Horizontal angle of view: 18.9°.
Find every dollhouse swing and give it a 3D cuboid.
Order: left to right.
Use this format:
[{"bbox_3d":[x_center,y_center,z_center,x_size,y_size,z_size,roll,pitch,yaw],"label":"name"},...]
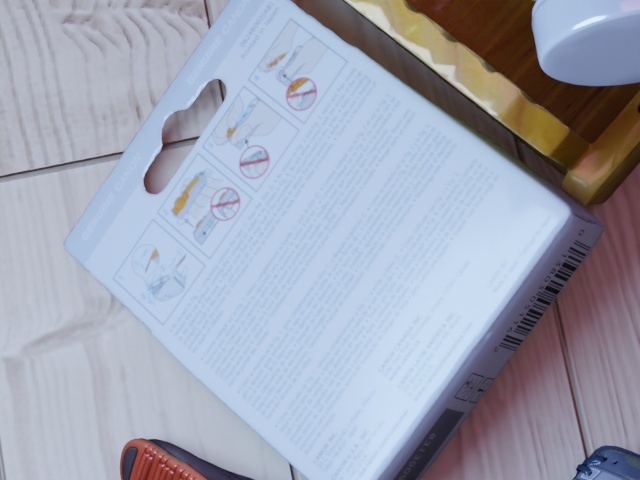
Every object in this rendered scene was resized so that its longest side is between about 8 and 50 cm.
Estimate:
[{"bbox_3d":[0.163,-0.236,1.592,0.347,0.305,0.315,40,82,13],"label":"dollhouse swing"}]

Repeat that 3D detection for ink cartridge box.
[{"bbox_3d":[0.000,0.000,1.632,0.385,0.091,0.308,40,99,28],"label":"ink cartridge box"}]

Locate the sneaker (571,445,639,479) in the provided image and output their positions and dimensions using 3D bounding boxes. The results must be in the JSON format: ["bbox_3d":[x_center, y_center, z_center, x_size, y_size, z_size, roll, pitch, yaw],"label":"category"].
[{"bbox_3d":[0.218,0.237,1.584,0.300,0.111,0.121,-8,66,-4],"label":"sneaker"}]

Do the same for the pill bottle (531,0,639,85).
[{"bbox_3d":[0.208,-0.295,1.433,0.188,0.188,0.334,-8,73,2],"label":"pill bottle"}]

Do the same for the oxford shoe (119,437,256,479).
[{"bbox_3d":[-0.053,0.246,1.609,0.271,0.097,0.098,35,36,21],"label":"oxford shoe"}]
